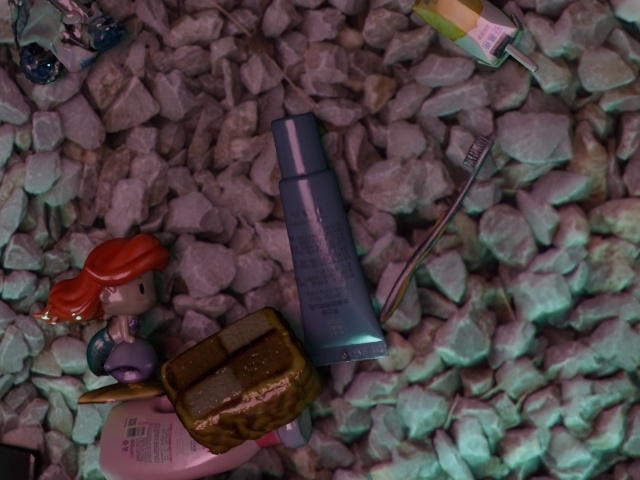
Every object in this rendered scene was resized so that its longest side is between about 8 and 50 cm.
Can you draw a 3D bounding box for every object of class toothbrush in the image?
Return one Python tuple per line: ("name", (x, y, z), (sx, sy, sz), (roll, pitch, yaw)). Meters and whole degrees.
("toothbrush", (0.169, -0.012, 1.591), (0.031, 0.023, 0.321), (32, 103, 21))

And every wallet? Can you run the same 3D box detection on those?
("wallet", (-0.554, 0.477, 1.871), (0.124, 0.025, 0.244), (7, 95, 18))

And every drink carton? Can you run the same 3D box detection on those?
("drink carton", (0.232, -0.300, 1.519), (0.200, 0.074, 0.084), (39, 106, 11))

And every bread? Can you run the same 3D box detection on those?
("bread", (-0.121, 0.210, 1.610), (0.222, 0.096, 0.181), (-29, 47, 0))

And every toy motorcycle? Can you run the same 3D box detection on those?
("toy motorcycle", (-0.393, -0.367, 1.710), (0.204, 0.108, 0.239), (10, 120, 23))

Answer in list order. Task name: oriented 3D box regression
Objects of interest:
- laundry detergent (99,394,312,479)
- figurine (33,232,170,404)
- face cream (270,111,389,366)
("laundry detergent", (-0.180, 0.301, 1.684), (0.335, 0.088, 0.159), (-10, 50, 16))
("figurine", (-0.332, 0.124, 1.696), (0.208, 0.181, 0.257), (-11, 83, 48))
("face cream", (0.000, 0.000, 1.620), (0.135, 0.086, 0.385), (-11, 96, 22))
